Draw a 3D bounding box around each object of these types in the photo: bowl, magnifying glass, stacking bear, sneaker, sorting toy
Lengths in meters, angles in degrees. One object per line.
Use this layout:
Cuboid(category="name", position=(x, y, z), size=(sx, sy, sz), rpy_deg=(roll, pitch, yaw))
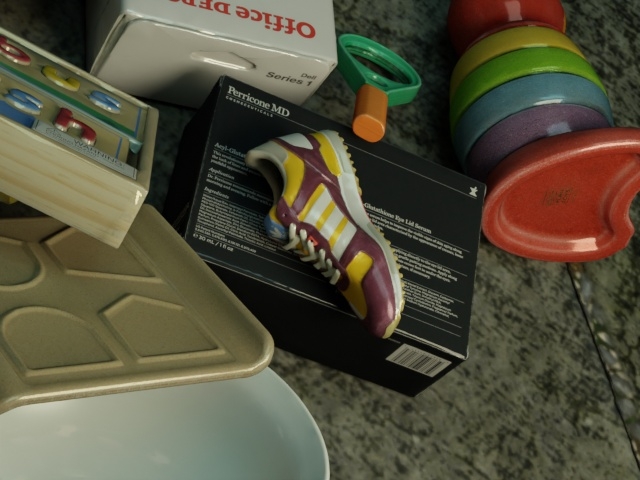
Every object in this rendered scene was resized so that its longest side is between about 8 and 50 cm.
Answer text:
Cuboid(category="bowl", position=(-0.153, 0.171, 1.055), size=(0.297, 0.134, 0.298), rpy_deg=(17, 26, -9))
Cuboid(category="magnifying glass", position=(0.049, -0.140, 1.390), size=(0.092, 0.026, 0.231), rpy_deg=(28, 24, -7))
Cuboid(category="stacking bear", position=(0.199, -0.143, 1.467), size=(0.164, 0.175, 0.289), rpy_deg=(-4, 53, -11))
Cuboid(category="sneaker", position=(0.000, 0.000, 1.199), size=(0.084, 0.069, 0.185), rpy_deg=(-12, 63, -24))
Cuboid(category="sorting toy", position=(-0.205, 0.023, 1.117), size=(0.229, 0.041, 0.307), rpy_deg=(-8, 37, -36))

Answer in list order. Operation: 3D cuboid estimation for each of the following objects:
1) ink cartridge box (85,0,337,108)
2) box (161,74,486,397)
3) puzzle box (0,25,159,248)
Cuboid(category="ink cartridge box", position=(-0.105, -0.260, 1.385), size=(0.201, 0.117, 0.278), rpy_deg=(10, 57, -24))
Cuboid(category="box", position=(0.000, -0.001, 1.298), size=(0.261, 0.103, 0.184), rpy_deg=(22, 57, -16))
Cuboid(category="puzzle box", position=(-0.313, -0.144, 1.142), size=(0.409, 0.052, 0.272), rpy_deg=(28, 13, -13))
